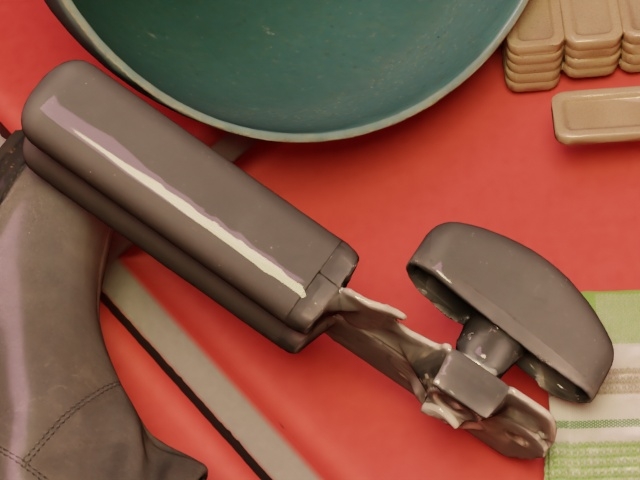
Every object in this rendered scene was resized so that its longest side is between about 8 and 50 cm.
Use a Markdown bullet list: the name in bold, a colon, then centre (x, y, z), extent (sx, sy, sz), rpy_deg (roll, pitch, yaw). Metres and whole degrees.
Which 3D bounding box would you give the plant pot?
- **plant pot**: centre (-0.046, -0.202, 0.846), extent (0.290, 0.290, 0.195), rpy_deg (-47, 24, -13)

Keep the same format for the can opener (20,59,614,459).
- **can opener**: centre (0.000, 0.000, 0.745), extent (0.283, 0.076, 0.095), rpy_deg (35, 71, 3)

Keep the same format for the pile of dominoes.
- **pile of dominoes**: centre (0.221, -0.130, 0.862), extent (0.251, 0.040, 0.196), rpy_deg (-4, 58, 3)

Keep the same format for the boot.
- **boot**: centre (-0.086, 0.106, 0.768), extent (0.222, 0.118, 0.338), rpy_deg (12, 72, 12)

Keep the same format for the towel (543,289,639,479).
- **towel**: centre (0.160, 0.092, 0.753), extent (0.113, 0.023, 0.152), rpy_deg (-1, 59, 11)
